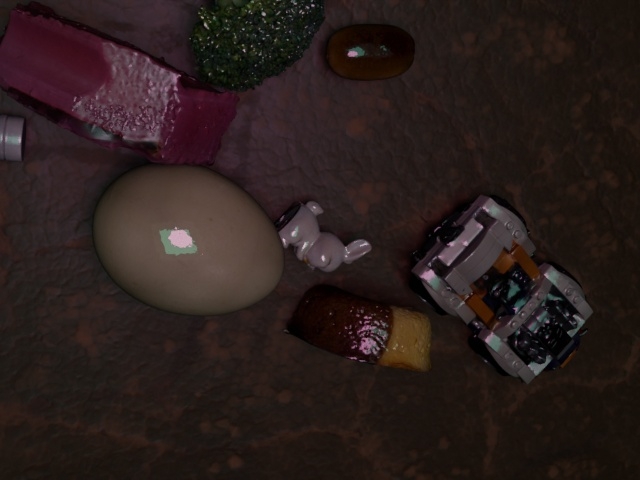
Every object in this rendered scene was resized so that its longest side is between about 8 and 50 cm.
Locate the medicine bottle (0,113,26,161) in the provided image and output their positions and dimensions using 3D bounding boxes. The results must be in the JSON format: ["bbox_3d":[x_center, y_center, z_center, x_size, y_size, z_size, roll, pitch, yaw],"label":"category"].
[{"bbox_3d":[-0.416,-0.130,1.025,0.091,0.058,0.058,4,101,-14],"label":"medicine bottle"}]

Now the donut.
[{"bbox_3d":[0.077,0.125,1.166,0.217,0.141,0.085,15,90,-20],"label":"donut"}]

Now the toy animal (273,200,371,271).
[{"bbox_3d":[-0.004,0.005,1.147,0.124,0.071,0.085,43,71,-9],"label":"toy animal"}]

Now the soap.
[{"bbox_3d":[-0.264,-0.189,0.980,0.289,0.182,0.112,27,99,21],"label":"soap"}]

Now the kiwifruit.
[{"bbox_3d":[0.066,-0.253,1.108,0.124,0.075,0.075,-8,103,-16],"label":"kiwifruit"}]

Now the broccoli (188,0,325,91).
[{"bbox_3d":[-0.094,-0.301,1.027,0.220,0.194,0.194,-37,109,21],"label":"broccoli"}]

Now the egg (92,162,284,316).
[{"bbox_3d":[-0.162,0.002,1.046,0.254,0.188,0.188,24,95,-21],"label":"egg"}]

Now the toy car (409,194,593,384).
[{"bbox_3d":[0.275,0.077,1.207,0.193,0.118,0.301,-46,109,-3],"label":"toy car"}]
